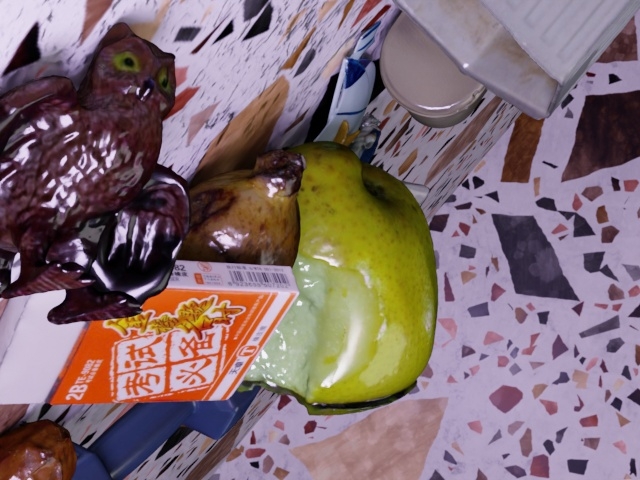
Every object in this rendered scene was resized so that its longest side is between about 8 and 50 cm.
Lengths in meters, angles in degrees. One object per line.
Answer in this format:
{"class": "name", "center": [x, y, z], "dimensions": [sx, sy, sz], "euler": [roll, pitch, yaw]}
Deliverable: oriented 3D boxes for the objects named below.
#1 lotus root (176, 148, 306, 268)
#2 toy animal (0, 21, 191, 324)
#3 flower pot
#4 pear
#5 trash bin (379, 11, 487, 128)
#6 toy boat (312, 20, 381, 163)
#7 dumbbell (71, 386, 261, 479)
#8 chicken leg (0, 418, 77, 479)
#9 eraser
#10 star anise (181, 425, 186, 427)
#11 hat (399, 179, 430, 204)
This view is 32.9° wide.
{"class": "lotus root", "center": [-0.096, 0.014, 1.002], "dimensions": [0.260, 0.128, 0.145], "euler": [-48, -173, 28]}
{"class": "toy animal", "center": [-0.157, -0.044, 0.657], "dimensions": [0.218, 0.116, 0.180], "euler": [38, 64, -54]}
{"class": "flower pot", "center": [0.191, -0.257, 1.005], "dimensions": [0.190, 0.209, 0.239], "euler": [-50, 170, -1]}
{"class": "pear", "center": [-0.002, 0.029, 1.134], "dimensions": [0.292, 0.292, 0.159], "euler": [-53, 179, 24]}
{"class": "trash bin", "center": [0.173, -0.241, 1.258], "dimensions": [0.243, 0.121, 0.247], "euler": [-54, 173, 4]}
{"class": "toy boat", "center": [0.015, -0.133, 1.231], "dimensions": [0.220, 0.067, 0.291], "euler": [-44, 159, -35]}
{"class": "dumbbell", "center": [-0.215, 0.226, 1.267], "dimensions": [0.143, 0.156, 0.316], "euler": [-15, -161, 45]}
{"class": "chicken leg", "center": [-0.357, 0.286, 1.032], "dimensions": [0.304, 0.093, 0.113], "euler": [-40, 179, -28]}
{"class": "eraser", "center": [-0.149, 0.078, 0.897], "dimensions": [0.230, 0.038, 0.157], "euler": [4, 136, -32]}
{"class": "star anise", "center": [-0.150, 0.205, 1.618], "dimensions": [0.292, 0.109, 0.350], "euler": [-50, 172, -31]}
{"class": "hat", "center": [0.007, 0.003, 1.525], "dimensions": [0.258, 0.168, 0.301], "euler": [-65, -166, 3]}
